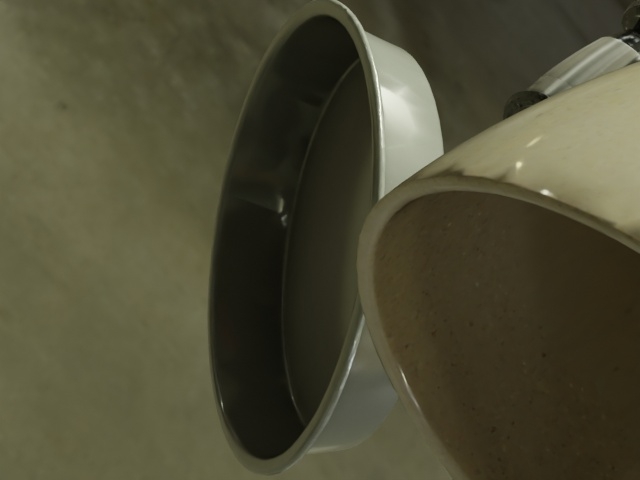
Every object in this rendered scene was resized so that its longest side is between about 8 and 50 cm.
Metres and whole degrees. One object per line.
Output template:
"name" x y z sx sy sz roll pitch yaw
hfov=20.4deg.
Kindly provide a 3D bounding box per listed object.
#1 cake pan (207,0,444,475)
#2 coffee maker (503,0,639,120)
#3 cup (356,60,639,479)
"cake pan" 0.000 0.000 1.092 0.054 0.293 0.293 8 38 -20
"coffee maker" 0.252 -0.093 1.321 0.171 0.178 0.120 58 -16 -27
"cup" 0.216 0.035 0.800 0.331 0.237 0.331 40 -24 22
